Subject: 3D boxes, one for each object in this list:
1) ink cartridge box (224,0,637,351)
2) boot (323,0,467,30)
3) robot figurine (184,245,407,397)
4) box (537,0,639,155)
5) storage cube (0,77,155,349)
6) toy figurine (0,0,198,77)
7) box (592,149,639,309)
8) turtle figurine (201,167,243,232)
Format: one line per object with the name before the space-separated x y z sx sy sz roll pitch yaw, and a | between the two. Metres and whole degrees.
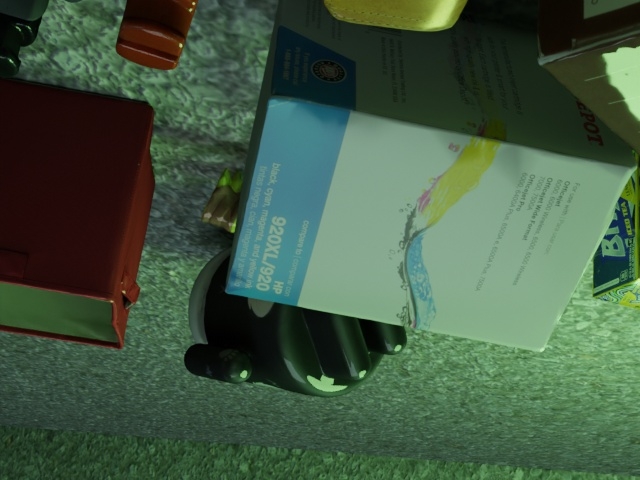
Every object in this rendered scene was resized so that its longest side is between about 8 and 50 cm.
ink cartridge box | 0.067 -0.053 0.722 0.232 0.171 0.168 11 128 -6
boot | 0.085 -0.185 0.463 0.295 0.104 0.211 16 138 9
robot figurine | -0.031 0.088 1.172 0.209 0.174 0.278 19 169 -39
box | 0.308 -0.102 0.636 0.191 0.143 0.381 -11 154 41
storage cube | -0.267 -0.023 0.974 0.214 0.193 0.184 10 159 -4
toy figurine | -0.168 -0.197 0.562 0.209 0.148 0.213 2 162 32
box | 0.246 -0.036 0.783 0.054 0.169 0.059 14 158 -16
turtle figurine | 0.000 0.000 1.024 0.217 0.087 0.269 22 -165 7
